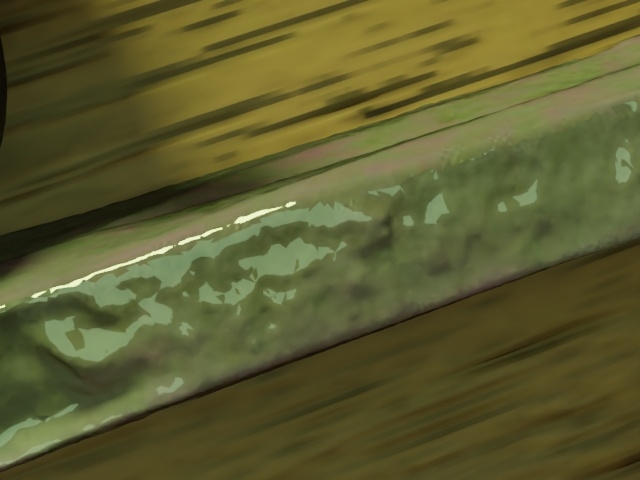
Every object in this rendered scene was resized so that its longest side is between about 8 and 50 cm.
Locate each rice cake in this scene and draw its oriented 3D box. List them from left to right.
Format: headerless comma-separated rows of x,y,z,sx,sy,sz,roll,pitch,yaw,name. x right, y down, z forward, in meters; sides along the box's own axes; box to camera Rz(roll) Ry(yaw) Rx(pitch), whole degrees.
-0.001,0.001,0.550,0.298,0.106,0.050,-19,100,-14,rice cake

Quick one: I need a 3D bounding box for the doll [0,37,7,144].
-0.142,-0.071,0.508,0.182,0.117,0.257,31,81,10,doll
